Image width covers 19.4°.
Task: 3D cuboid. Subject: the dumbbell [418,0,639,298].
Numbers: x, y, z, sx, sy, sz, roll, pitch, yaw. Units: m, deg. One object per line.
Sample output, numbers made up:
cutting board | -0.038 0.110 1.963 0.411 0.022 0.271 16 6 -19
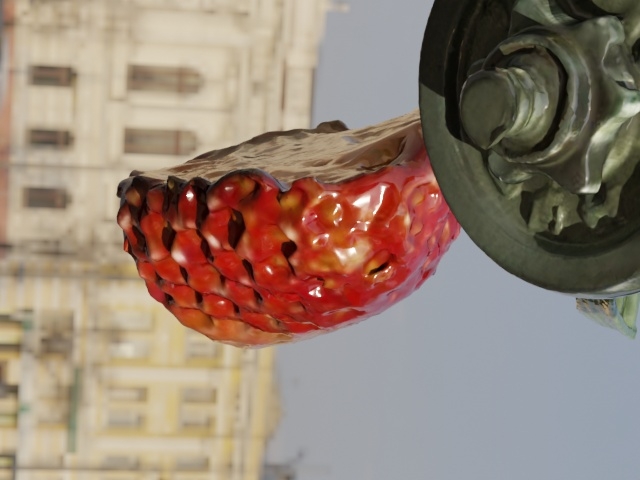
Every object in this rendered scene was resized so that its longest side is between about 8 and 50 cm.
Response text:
dumbbell | 0.213 -0.077 0.882 0.179 0.406 0.179 10 -76 46

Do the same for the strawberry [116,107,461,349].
strawberry | 0.000 0.000 1.270 0.336 0.265 0.149 -160 -121 -79

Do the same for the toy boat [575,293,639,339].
toy boat | 0.238 0.008 1.516 0.293 0.055 0.093 66 34 -69
